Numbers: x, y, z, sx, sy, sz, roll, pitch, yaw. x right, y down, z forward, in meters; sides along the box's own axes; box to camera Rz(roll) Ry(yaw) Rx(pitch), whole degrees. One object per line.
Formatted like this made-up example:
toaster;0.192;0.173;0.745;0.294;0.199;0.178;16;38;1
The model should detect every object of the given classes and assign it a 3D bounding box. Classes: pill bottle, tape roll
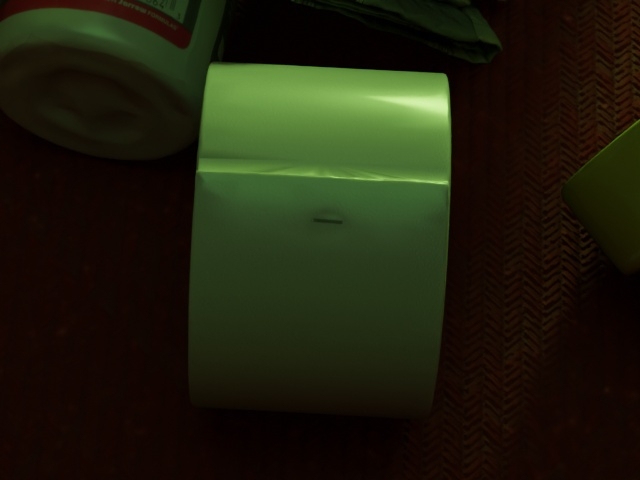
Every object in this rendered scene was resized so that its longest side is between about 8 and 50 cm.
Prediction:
pill bottle;-0.141;-0.237;1.535;0.176;0.176;0.319;11;62;4
tape roll;0.000;0.000;1.378;0.169;0.246;0.246;3;62;-1

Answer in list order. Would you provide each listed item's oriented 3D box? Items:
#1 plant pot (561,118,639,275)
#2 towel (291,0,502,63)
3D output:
plant pot;0.342;-0.017;1.409;0.254;0.254;0.239;-34;83;-18
towel;0.012;-0.300;1.533;0.056;0.312;0.324;-34;63;30
